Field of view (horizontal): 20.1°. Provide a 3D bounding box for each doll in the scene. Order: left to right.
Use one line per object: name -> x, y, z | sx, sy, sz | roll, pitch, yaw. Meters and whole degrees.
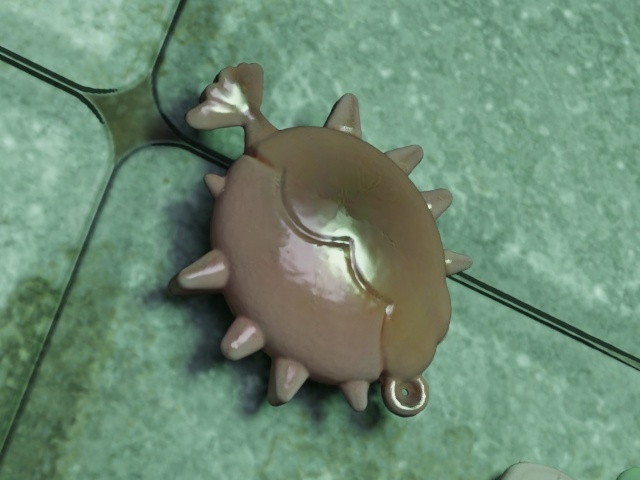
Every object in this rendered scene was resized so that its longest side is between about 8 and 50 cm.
doll -> 0.000, 0.000, 1.201 | 0.211, 0.093, 0.262 | -37, 89, -28

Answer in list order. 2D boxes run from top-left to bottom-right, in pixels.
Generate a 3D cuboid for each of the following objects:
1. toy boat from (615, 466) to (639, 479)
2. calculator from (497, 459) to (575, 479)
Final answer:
toy boat -> 0.322, 0.292, 1.251 | 0.215, 0.123, 0.330 | -18, 69, -40
calculator -> 0.132, 0.230, 1.209 | 0.100, 0.032, 0.175 | 41, 58, -6
